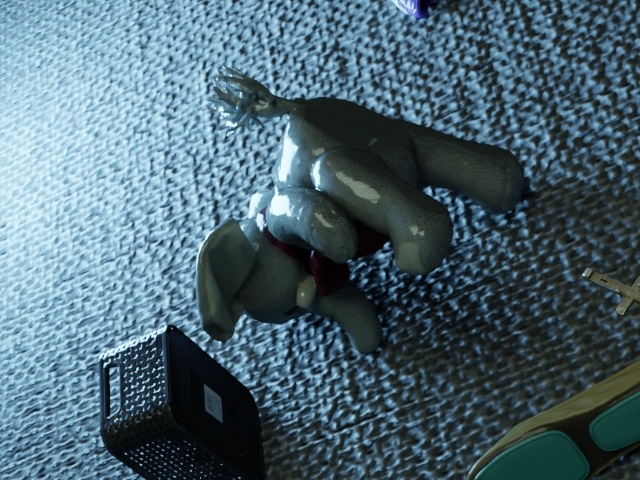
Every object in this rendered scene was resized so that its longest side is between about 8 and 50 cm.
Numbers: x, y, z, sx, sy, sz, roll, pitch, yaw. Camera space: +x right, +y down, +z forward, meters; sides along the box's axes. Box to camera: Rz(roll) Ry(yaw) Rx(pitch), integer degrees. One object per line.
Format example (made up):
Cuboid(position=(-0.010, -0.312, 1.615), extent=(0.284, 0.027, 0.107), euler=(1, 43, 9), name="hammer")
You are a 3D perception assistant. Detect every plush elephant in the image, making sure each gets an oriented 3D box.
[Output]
Cuboid(position=(0.000, 0.000, 1.627), extent=(0.330, 0.255, 0.272), euler=(24, 27, 10), name="plush elephant")

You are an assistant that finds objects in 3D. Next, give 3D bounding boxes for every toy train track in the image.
Cuboid(position=(0.287, 0.043, 1.541), extent=(0.083, 0.014, 0.048), euler=(26, 75, 44), name="toy train track")

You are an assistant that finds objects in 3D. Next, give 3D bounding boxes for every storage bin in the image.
Cuboid(position=(-0.139, 0.182, 1.614), extent=(0.084, 0.180, 0.122), euler=(-23, 49, 18), name="storage bin")

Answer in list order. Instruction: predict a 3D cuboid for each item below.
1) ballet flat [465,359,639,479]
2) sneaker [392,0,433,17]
Cuboid(position=(0.239, 0.175, 1.452), extent=(0.232, 0.080, 0.073), euler=(-27, 19, 12), name="ballet flat")
Cuboid(position=(0.160, -0.329, 1.879), extent=(0.170, 0.068, 0.071), euler=(-46, 60, 9), name="sneaker")
